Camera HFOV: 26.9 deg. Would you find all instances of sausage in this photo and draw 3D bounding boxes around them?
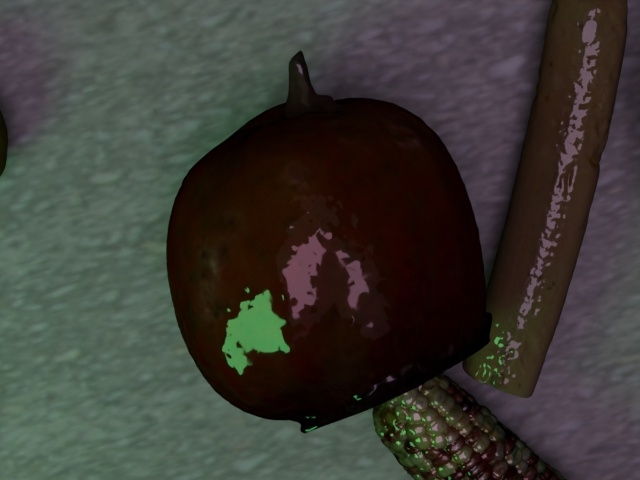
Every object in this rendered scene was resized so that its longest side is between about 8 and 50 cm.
[{"bbox_3d":[0.164,-0.036,0.965,0.065,0.066,0.301,11,106,-5],"label":"sausage"}]

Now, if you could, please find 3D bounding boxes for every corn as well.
[{"bbox_3d":[0.132,0.187,1.008,0.253,0.086,0.086,43,99,-12],"label":"corn"}]

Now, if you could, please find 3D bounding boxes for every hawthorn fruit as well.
[{"bbox_3d":[0.000,0.000,0.895,0.215,0.215,0.250,-6,106,-1],"label":"hawthorn fruit"}]

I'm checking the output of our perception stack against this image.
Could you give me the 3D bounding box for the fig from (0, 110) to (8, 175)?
[{"bbox_3d":[-0.257,-0.073,0.916,0.082,0.098,0.084,9,92,-3],"label":"fig"}]
